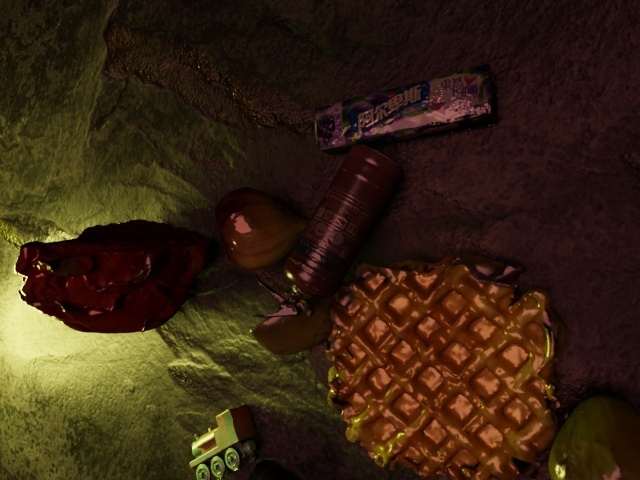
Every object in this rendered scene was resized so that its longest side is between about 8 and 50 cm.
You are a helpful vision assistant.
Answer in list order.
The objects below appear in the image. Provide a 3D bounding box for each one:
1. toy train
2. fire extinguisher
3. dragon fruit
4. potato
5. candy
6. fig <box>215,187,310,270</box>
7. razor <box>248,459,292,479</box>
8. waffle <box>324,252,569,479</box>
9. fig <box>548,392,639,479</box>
[{"bbox_3d":[-0.204,0.426,1.023,0.176,0.074,0.118,-37,65,28],"label":"toy train"},{"bbox_3d":[0.000,0.000,0.842,0.138,0.102,0.344,31,90,16],"label":"fire extinguisher"},{"bbox_3d":[-0.400,0.108,0.979,0.228,0.329,0.285,19,98,19],"label":"dragon fruit"},{"bbox_3d":[-0.033,0.155,0.897,0.149,0.120,0.081,-39,73,23],"label":"potato"},{"bbox_3d":[0.136,-0.213,0.837,0.313,0.061,0.088,-7,85,27],"label":"candy"},{"bbox_3d":[-0.085,-0.014,0.914,0.231,0.143,0.160,13,128,20],"label":"fig"},{"bbox_3d":[-0.076,0.503,0.963,0.148,0.054,0.090,20,104,26],"label":"razor"},{"bbox_3d":[0.190,0.208,0.802,0.382,0.095,0.379,0,92,24],"label":"waffle"},{"bbox_3d":[0.398,0.295,0.671,0.154,0.144,0.165,0,77,37],"label":"fig"}]
